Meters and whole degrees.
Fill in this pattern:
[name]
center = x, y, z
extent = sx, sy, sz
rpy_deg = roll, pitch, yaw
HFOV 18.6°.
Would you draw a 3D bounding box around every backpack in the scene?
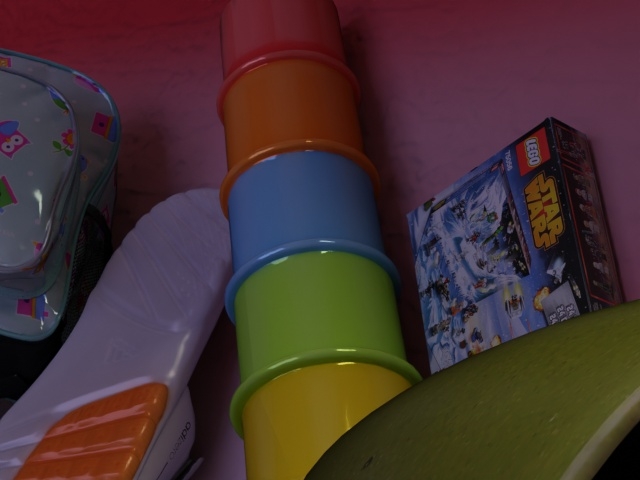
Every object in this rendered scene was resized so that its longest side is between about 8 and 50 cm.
[backpack]
center = -0.196, -0.025, 1.097
extent = 0.144, 0.166, 0.188
rpy_deg = 98, -173, -49

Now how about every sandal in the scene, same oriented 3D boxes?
[sandal]
center = -0.098, 0.093, 1.019
extent = 0.102, 0.076, 0.265
rpy_deg = 11, 59, 38

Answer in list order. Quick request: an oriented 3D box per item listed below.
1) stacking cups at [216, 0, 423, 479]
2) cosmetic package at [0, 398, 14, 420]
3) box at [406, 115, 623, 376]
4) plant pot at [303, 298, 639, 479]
[stacking cups]
center = 0.000, 0.000, 0.935
extent = 0.096, 0.096, 0.316
rpy_deg = -35, 44, 34
[cosmetic package]
center = -0.252, 0.121, 1.171
extent = 0.231, 0.085, 0.117
rpy_deg = 35, 99, 51
[box]
center = 0.087, 0.026, 0.860
extent = 0.094, 0.027, 0.137
rpy_deg = -35, 47, 36
[plant pot]
center = 0.098, 0.136, 0.629
extent = 0.293, 0.275, 0.275
rpy_deg = 5, 74, 67
